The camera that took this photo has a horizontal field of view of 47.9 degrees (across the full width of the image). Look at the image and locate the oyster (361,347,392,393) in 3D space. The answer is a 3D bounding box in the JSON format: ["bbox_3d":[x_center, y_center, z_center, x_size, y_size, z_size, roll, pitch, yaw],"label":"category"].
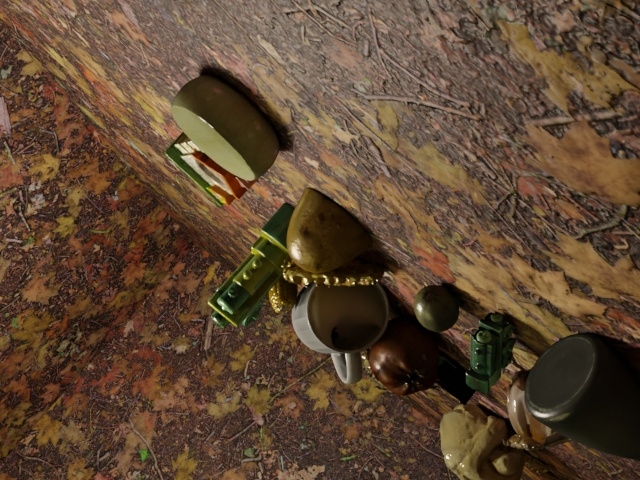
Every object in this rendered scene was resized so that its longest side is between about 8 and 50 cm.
[{"bbox_3d":[0.225,0.373,2.225,0.260,0.198,0.092,10,141,-24],"label":"oyster"}]

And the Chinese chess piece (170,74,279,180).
[{"bbox_3d":[-0.201,-0.239,1.543,0.250,0.101,0.250,38,168,10],"label":"Chinese chess piece"}]

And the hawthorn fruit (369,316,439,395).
[{"bbox_3d":[0.234,0.324,2.091,0.208,0.208,0.248,46,-171,-27],"label":"hawthorn fruit"}]

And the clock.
[{"bbox_3d":[-0.274,-0.198,1.902,0.220,0.106,0.255,44,167,-20],"label":"clock"}]

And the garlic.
[{"bbox_3d":[0.440,0.344,1.516,0.257,0.207,0.207,37,170,51],"label":"garlic"}]

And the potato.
[{"bbox_3d":[0.000,0.000,1.698,0.203,0.158,0.178,39,170,-14],"label":"potato"}]

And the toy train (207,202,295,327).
[{"bbox_3d":[-0.170,0.087,2.001,0.150,0.369,0.237,37,165,10],"label":"toy train"}]

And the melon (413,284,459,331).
[{"bbox_3d":[0.256,0.151,1.591,0.098,0.098,0.130,32,162,34],"label":"melon"}]

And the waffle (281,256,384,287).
[{"bbox_3d":[0.034,0.079,1.831,0.262,0.060,0.280,6,-172,12],"label":"waffle"}]

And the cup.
[{"bbox_3d":[0.057,0.253,2.101,0.327,0.237,0.322,138,124,-76],"label":"cup"}]

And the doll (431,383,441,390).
[{"bbox_3d":[0.316,0.455,2.484,0.221,0.105,0.115,40,145,35],"label":"doll"}]

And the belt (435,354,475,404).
[{"bbox_3d":[0.388,0.416,2.202,0.198,0.078,0.151,43,172,-27],"label":"belt"}]

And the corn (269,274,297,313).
[{"bbox_3d":[-0.116,0.095,2.208,0.102,0.102,0.313,50,-161,-40],"label":"corn"}]

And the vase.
[{"bbox_3d":[0.525,0.313,1.247,0.321,0.173,0.173,36,169,-14],"label":"vase"}]

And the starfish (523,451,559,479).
[{"bbox_3d":[0.764,0.811,2.596,0.227,0.043,0.240,43,170,-10],"label":"starfish"}]

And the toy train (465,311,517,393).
[{"bbox_3d":[0.351,0.228,1.495,0.071,0.111,0.170,27,143,35],"label":"toy train"}]

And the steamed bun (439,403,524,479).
[{"bbox_3d":[0.543,0.693,2.384,0.372,0.230,0.324,45,-161,-49],"label":"steamed bun"}]
